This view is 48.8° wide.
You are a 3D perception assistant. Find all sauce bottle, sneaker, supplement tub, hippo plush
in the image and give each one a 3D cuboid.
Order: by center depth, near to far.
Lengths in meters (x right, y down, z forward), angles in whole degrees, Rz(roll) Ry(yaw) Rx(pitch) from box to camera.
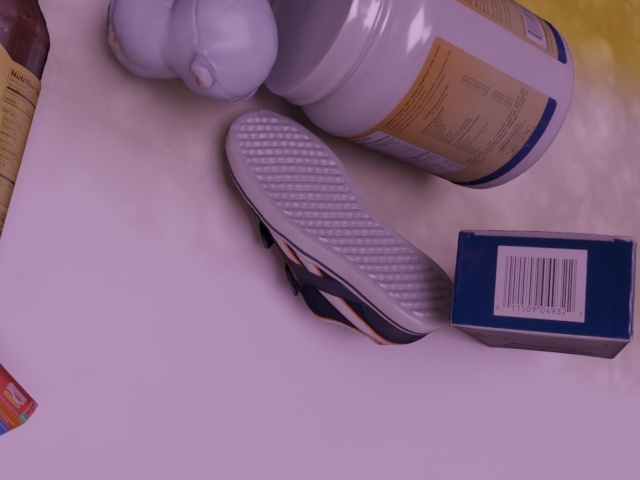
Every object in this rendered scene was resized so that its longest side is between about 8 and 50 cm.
[{"bbox_3d":[-0.304,-0.138,0.614,0.112,0.111,0.344,16,76,-32],"label":"sauce bottle"},{"bbox_3d":[-0.091,-0.264,0.714,0.234,0.295,0.236,-39,140,-68],"label":"hippo plush"},{"bbox_3d":[0.000,0.000,0.806,0.321,0.127,0.126,47,55,5],"label":"sneaker"},{"bbox_3d":[0.112,-0.207,0.823,0.316,0.228,0.228,17,77,-32],"label":"supplement tub"}]

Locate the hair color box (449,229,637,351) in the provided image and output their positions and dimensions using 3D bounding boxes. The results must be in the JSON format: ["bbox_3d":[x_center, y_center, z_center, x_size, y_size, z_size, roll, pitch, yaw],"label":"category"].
[{"bbox_3d":[0.271,0.075,0.841,0.347,0.174,0.105,32,63,-67],"label":"hair color box"}]

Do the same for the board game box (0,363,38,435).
[{"bbox_3d":[-0.364,0.059,0.545,0.281,0.145,0.027,56,22,-17],"label":"board game box"}]
